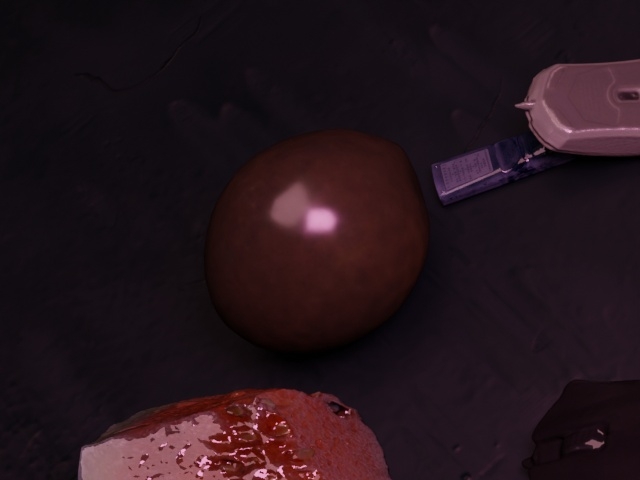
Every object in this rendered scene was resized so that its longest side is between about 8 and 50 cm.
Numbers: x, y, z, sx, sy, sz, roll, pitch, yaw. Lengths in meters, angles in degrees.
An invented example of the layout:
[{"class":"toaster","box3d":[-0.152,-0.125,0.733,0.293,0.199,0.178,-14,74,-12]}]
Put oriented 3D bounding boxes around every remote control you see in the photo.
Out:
[{"class":"remote control","box3d":[0.175,-0.076,1.469,0.152,0.027,0.044,-21,59,12]}]

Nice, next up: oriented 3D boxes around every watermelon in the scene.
[{"class":"watermelon","box3d":[-0.066,0.199,1.354,0.256,0.140,0.193,-10,63,9]}]

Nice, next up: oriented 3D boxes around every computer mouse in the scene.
[{"class":"computer mouse","box3d":[0.275,0.161,1.236,0.264,0.088,0.147,-7,54,23]},{"class":"computer mouse","box3d":[0.258,-0.112,1.421,0.181,0.056,0.089,-3,59,-3]}]

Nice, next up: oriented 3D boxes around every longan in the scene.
[{"class":"longan","box3d":[0.000,0.000,1.398,0.212,0.198,0.198,-27,49,-22]}]
